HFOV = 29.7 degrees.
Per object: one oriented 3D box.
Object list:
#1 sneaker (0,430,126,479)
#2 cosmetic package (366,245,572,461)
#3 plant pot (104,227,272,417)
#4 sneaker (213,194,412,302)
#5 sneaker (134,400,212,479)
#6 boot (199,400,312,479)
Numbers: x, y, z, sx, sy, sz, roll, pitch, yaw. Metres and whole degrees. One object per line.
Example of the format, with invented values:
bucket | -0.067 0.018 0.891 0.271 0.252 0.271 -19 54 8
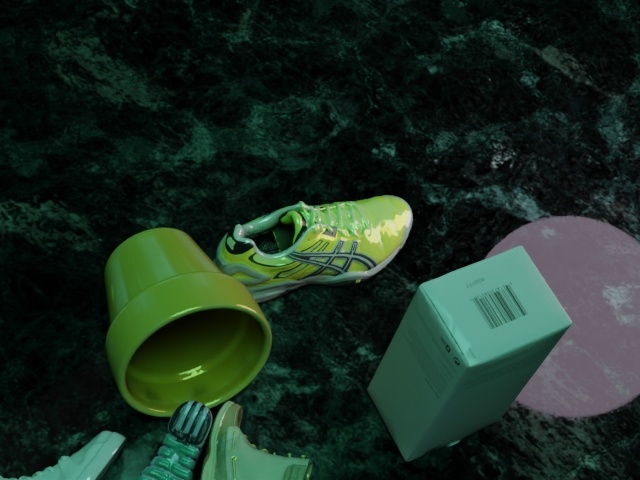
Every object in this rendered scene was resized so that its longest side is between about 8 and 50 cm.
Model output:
sneaker | -0.436 0.367 1.808 0.169 0.108 0.292 35 60 8
cosmetic package | 0.222 0.188 1.893 0.197 0.365 0.155 -19 65 -24
plant pot | -0.236 0.114 1.939 0.254 0.254 0.239 -14 47 -19
sneaker | 0.000 0.000 2.100 0.384 0.147 0.145 -20 62 -23
sneaker | -0.227 0.359 1.880 0.083 0.098 0.224 28 82 9
boot | -0.094 0.339 1.874 0.165 0.077 0.213 3 36 5
